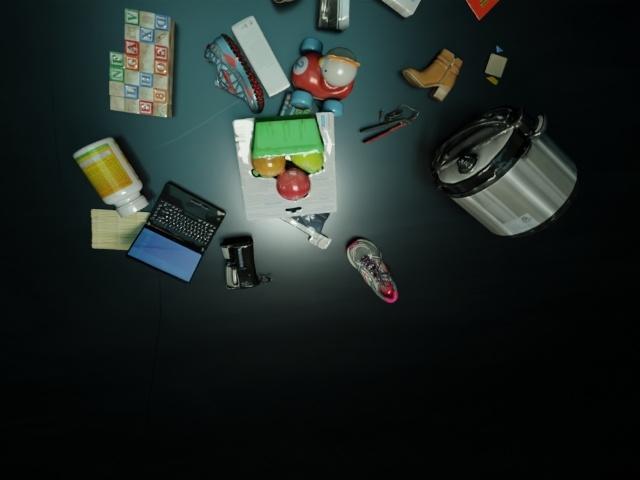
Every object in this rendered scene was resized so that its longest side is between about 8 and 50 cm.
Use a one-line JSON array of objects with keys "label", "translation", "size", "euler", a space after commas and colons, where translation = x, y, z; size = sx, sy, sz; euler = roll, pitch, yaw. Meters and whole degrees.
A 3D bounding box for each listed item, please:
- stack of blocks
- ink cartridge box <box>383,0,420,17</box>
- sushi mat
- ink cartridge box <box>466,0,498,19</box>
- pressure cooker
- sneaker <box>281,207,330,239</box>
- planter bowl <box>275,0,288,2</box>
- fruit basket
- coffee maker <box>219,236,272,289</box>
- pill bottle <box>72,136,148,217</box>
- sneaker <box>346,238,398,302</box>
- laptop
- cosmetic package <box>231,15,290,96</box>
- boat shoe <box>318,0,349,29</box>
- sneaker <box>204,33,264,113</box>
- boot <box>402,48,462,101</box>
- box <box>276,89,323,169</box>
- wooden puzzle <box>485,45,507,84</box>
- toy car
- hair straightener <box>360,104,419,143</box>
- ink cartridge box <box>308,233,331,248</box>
[{"label": "stack of blocks", "translation": [-0.562, -0.554, 1.273], "size": [0.171, 0.087, 0.297], "euler": [6, 107, -10]}, {"label": "ink cartridge box", "translation": [0.260, -0.932, 1.290], "size": [0.261, 0.066, 0.296], "euler": [26, 102, -16]}, {"label": "sushi mat", "translation": [-0.661, -0.032, 1.464], "size": [0.317, 0.019, 0.151], "euler": [3, 106, -10]}, {"label": "ink cartridge box", "translation": [0.573, -0.936, 1.341], "size": [0.275, 0.060, 0.239], "euler": [-45, 107, 7]}, {"label": "pressure cooker", "translation": [0.621, -0.255, 1.402], "size": [0.420, 0.375, 0.369], "euler": [34, 103, -18]}, {"label": "sneaker", "translation": [-0.072, -0.127, 1.493], "size": [0.226, 0.086, 0.163], "euler": [29, 93, -8]}, {"label": "planter bowl", "translation": [-0.084, -0.823, 1.235], "size": [0.109, 0.162, 0.162], "euler": [-19, 112, -28]}, {"label": "fruit basket", "translation": [-0.110, -0.247, 1.370], "size": [0.327, 0.165, 0.352], "euler": [-7, 123, -6]}, {"label": "coffee maker", "translation": [-0.284, 0.080, 1.520], "size": [0.171, 0.120, 0.178], "euler": [-13, 112, -29]}, {"label": "pill bottle", "translation": [-0.687, -0.205, 1.341], "size": [0.136, 0.136, 0.245], "euler": [-26, 110, 0]}, {"label": "sneaker", "translation": [0.219, 0.118, 1.599], "size": [0.121, 0.112, 0.299], "euler": [-38, 109, 4]}, {"label": "laptop", "translation": [-0.499, -0.024, 1.409], "size": [0.234, 0.136, 0.264], "euler": [29, 101, -18]}, {"label": "cosmetic package", "translation": [-0.192, -0.587, 1.306], "size": [0.086, 0.117, 0.231], "euler": [-29, 108, 2]}, {"label": "boat shoe", "translation": [0.029, -0.842, 1.253], "size": [0.119, 0.121, 0.335], "euler": [-5, 108, -4]}, {"label": "sneaker", "translation": [-0.285, -0.531, 1.334], "size": [0.125, 0.104, 0.261], "euler": [-25, 106, 18]}, {"label": "boot", "translation": [0.396, -0.603, 1.416], "size": [0.197, 0.073, 0.152], "euler": [21, 105, -27]}, {"label": "box", "translation": [-0.077, -0.381, 1.421], "size": [0.183, 0.056, 0.231], "euler": [21, 104, -14]}, {"label": "wooden puzzle", "translation": [0.641, -0.638, 1.472], "size": [0.079, 0.014, 0.116], "euler": [17, 105, -18]}, {"label": "toy car", "translation": [0.028, -0.538, 1.261], "size": [0.211, 0.238, 0.219], "euler": [11, 88, -15]}, {"label": "hair straightener", "translation": [0.249, -0.434, 1.458], "size": [0.231, 0.047, 0.089], "euler": [-23, 110, -1]}, {"label": "ink cartridge box", "translation": [0.000, 0.000, 1.570], "size": [0.083, 0.028, 0.048], "euler": [28, 102, -17]}]
